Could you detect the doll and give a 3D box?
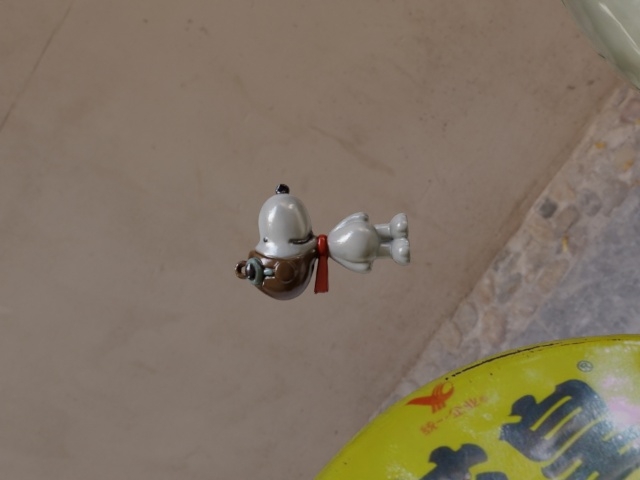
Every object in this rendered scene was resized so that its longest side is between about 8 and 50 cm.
[{"bbox_3d":[0.002,0.006,0.370,0.040,0.085,0.058,13,-89,-85],"label":"doll"}]

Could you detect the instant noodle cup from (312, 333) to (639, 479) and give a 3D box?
[{"bbox_3d":[0.144,0.234,0.284,0.325,0.326,0.254,-116,15,-56],"label":"instant noodle cup"}]

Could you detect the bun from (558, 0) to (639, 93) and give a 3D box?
[{"bbox_3d":[0.324,-0.259,0.494,0.360,0.359,0.211,-42,1,33],"label":"bun"}]
